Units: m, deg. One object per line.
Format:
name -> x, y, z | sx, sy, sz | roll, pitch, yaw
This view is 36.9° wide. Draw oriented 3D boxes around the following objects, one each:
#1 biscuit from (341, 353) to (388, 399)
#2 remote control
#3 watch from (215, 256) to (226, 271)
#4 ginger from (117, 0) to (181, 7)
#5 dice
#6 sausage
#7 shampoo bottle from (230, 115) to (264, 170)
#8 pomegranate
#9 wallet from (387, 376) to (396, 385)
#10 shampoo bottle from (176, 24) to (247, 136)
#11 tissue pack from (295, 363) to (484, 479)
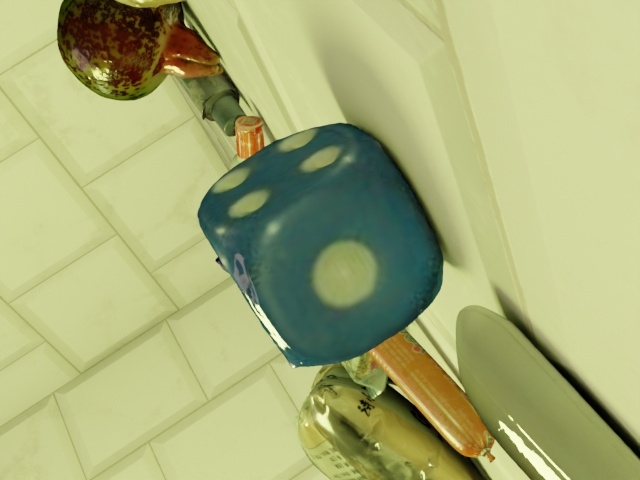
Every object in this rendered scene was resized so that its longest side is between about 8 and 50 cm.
biscuit -> 0.045, 0.105, 1.338 | 0.186, 0.079, 0.309 | 60, 171, 18
remote control -> 0.174, 0.162, 0.572 | 0.313, 0.055, 0.109 | 52, 173, 47
watch -> -0.116, 0.041, 2.107 | 0.171, 0.196, 0.200 | 47, -177, 2
ginger -> -0.108, -0.227, 0.556 | 0.115, 0.122, 0.193 | -82, -31, -65
dice -> 0.000, 0.000, 0.735 | 0.143, 0.146, 0.146 | 61, 175, -22
sausage -> 0.087, 0.129, 1.130 | 0.348, 0.053, 0.053 | 47, 171, 29
shampoo bottle -> -0.101, -0.076, 1.426 | 0.108, 0.051, 0.221 | -132, 35, -52
pomegranate -> -0.259, -0.293, 1.403 | 0.247, 0.214, 0.214 | 23, 171, 6
wallet -> 0.008, 0.120, 1.689 | 0.237, 0.075, 0.342 | 34, -170, -37
shampoo bottle -> -0.182, -0.247, 1.494 | 0.214, 0.072, 0.072 | 54, 175, 29
tissue pack -> 0.114, 0.365, 1.618 | 0.390, 0.195, 0.375 | 40, 175, -4
